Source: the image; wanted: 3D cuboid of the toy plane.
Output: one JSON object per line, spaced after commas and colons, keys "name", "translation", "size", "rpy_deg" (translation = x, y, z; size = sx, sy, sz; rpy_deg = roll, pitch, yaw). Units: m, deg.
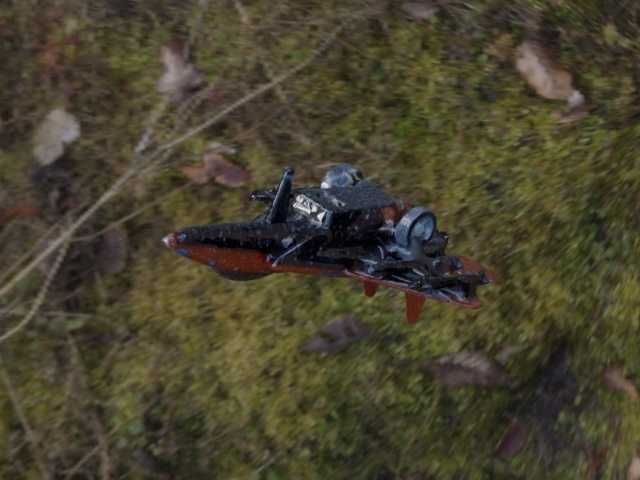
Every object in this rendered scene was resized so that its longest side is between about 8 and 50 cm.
{"name": "toy plane", "translation": [0.002, -0.003, 0.665], "size": [0.130, 0.189, 0.061], "rpy_deg": [33, 102, 37]}
